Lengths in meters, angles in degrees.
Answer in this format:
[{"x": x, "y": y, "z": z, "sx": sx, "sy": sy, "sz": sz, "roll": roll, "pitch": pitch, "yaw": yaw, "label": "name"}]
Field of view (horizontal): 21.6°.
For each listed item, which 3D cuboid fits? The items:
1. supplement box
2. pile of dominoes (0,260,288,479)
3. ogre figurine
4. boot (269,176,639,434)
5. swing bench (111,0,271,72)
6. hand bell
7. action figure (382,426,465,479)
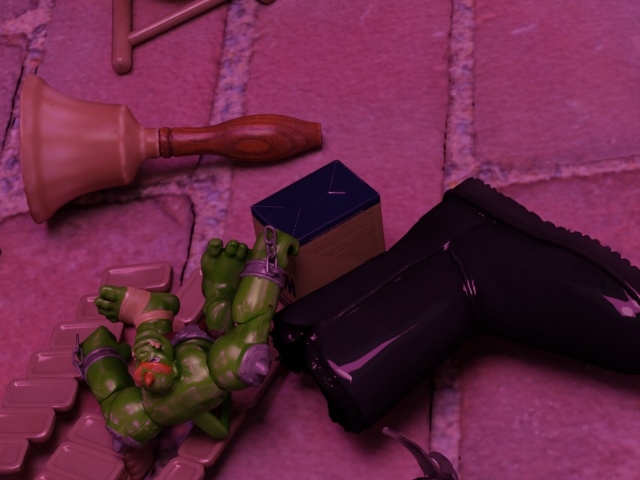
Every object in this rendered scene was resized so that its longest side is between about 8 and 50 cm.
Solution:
[{"x": 0.000, "y": 0.000, "z": 1.271, "sx": 0.083, "sy": 0.083, "sz": 0.056, "roll": -29, "pitch": 47, "yaw": -21, "label": "supplement box"}, {"x": -0.136, "y": 0.119, "z": 1.276, "sx": 0.196, "sy": 0.040, "sz": 0.251, "roll": 14, "pitch": 50, "yaw": 28, "label": "pile of dominoes"}, {"x": -0.096, "y": 0.076, "z": 1.206, "sx": 0.197, "sy": 0.097, "sz": 0.118, "roll": -16, "pitch": 50, "yaw": 8, "label": "ogre figurine"}, {"x": 0.101, "y": 0.071, "z": 1.178, "sx": 0.207, "sy": 0.094, "sz": 0.246, "roll": -37, "pitch": 43, "yaw": -17, "label": "boot"}, {"x": -0.187, "y": -0.341, "z": 1.512, "sx": 0.165, "sy": 0.253, "sz": 0.255, "roll": -26, "pitch": 49, "yaw": -4, "label": "swing bench"}, {"x": -0.120, "y": -0.084, "z": 1.396, "sx": 0.242, "sy": 0.126, "sz": 0.126, "roll": -4, "pitch": 50, "yaw": 0, "label": "hand bell"}, {"x": 0.087, "y": 0.239, "z": 1.011, "sx": 0.141, "sy": 0.164, "sz": 0.276, "roll": -16, "pitch": 55, "yaw": 32, "label": "action figure"}]
